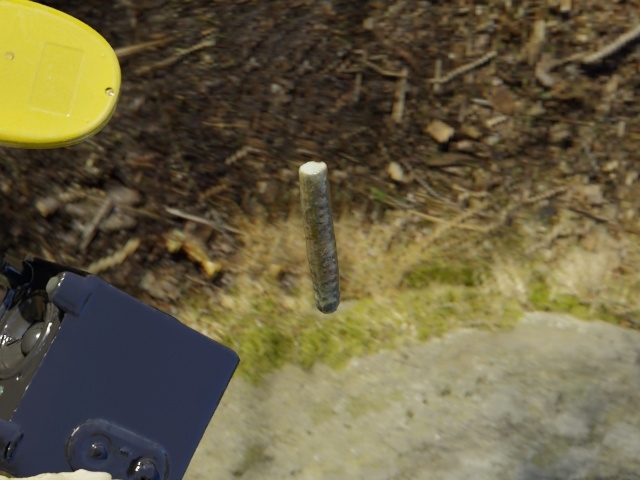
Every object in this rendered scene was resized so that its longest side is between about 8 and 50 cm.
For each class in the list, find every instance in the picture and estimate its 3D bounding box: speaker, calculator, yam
[{"bbox_3d":[-0.265,0.162,1.485,0.254,0.184,0.232,34,76,-34],"label":"speaker"},{"bbox_3d":[-0.309,-0.165,1.282,0.234,0.032,0.146,12,80,-4],"label":"calculator"},{"bbox_3d":[0.000,0.000,0.865,0.021,0.021,0.116,-20,128,-18],"label":"yam"}]

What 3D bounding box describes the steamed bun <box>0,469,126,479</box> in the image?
[{"bbox_3d":[-0.265,0.266,1.072,0.428,0.247,0.189,-2,115,-47],"label":"steamed bun"}]
